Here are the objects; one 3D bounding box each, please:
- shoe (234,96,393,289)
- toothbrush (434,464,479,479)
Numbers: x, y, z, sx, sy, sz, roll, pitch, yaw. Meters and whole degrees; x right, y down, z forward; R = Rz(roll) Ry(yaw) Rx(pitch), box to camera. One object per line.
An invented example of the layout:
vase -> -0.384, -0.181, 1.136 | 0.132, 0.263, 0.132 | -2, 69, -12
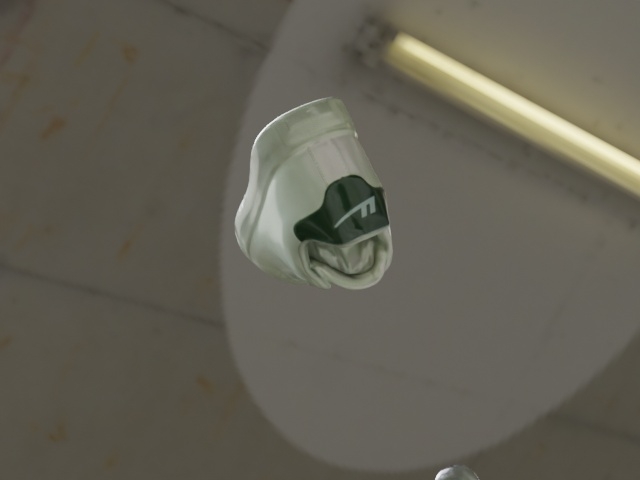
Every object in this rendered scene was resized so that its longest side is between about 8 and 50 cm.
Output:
shoe -> 0.000, 0.000, 1.263 | 0.095, 0.110, 0.265 | -25, -20, -9
toothbrush -> 0.123, 0.315, 1.004 | 0.040, 0.040, 0.386 | -12, -91, -39
